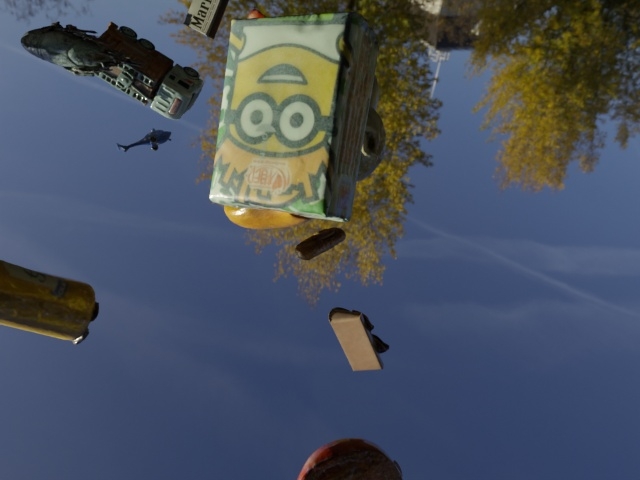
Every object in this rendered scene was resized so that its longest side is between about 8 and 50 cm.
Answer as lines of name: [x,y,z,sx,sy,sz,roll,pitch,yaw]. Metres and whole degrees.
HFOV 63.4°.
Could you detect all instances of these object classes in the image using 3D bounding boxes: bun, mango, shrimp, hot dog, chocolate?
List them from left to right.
chocolate: [-0.751,0.123,1.197,0.445,0.162,0.162,27,-165,-46]
shrimp: [-0.428,-0.339,0.938,0.233,0.090,0.079,14,-144,3]
mango: [-0.151,-0.105,1.613,0.360,0.143,0.187,2,-173,31]
hot dog: [0.000,0.000,1.416,0.066,0.047,0.216,22,-154,27]
bun: [0.066,-0.257,1.315,0.231,0.230,0.133,7,173,-1]

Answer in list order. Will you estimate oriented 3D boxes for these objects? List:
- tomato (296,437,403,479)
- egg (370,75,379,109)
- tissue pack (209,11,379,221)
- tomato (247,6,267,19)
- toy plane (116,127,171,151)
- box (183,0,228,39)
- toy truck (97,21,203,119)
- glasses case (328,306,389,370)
tomato: [0.050,0.472,0.981,0.225,0.224,0.085,-2,-168,-13]
egg: [0.094,-0.502,1.803,0.219,0.269,0.219,6,180,0]
tissue pack: [-0.044,-0.197,0.850,0.228,0.310,0.128,9,180,26]
tomato: [-0.104,-0.414,1.125,0.166,0.082,0.174,36,-169,-35]
toy plane: [-0.539,-0.307,1.594,0.167,0.054,0.062,-25,-105,-20]
box: [-0.295,-0.642,1.385,0.115,0.177,0.036,35,-163,32]
toy truck: [-0.510,-0.479,1.510,0.305,0.136,0.162,29,-143,-17]
glasses case: [0.102,0.223,1.229,0.103,0.193,0.070,-10,-145,22]
